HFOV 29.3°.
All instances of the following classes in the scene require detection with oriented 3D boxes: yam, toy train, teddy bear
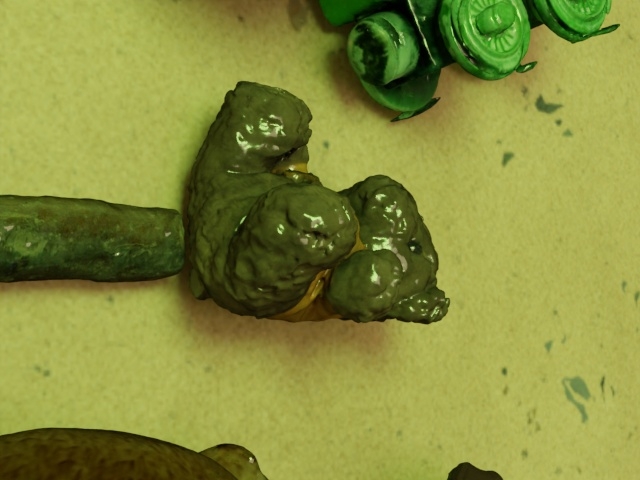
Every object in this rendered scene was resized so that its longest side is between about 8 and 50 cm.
[{"bbox_3d":[-0.201,-0.001,0.714,0.274,0.061,0.061,2,84,-36],"label":"yam"},{"bbox_3d":[0.104,-0.207,0.915,0.243,0.132,0.188,-29,97,-37],"label":"toy train"},{"bbox_3d":[0.000,0.000,0.818,0.190,0.177,0.140,15,120,-36],"label":"teddy bear"}]

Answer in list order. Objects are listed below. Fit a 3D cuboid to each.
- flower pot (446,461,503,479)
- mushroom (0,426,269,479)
[{"bbox_3d":[0.080,0.280,0.826,0.179,0.084,0.251,62,32,-14],"label":"flower pot"},{"bbox_3d":[-0.131,0.263,0.643,0.345,0.239,0.345,3,74,-9],"label":"mushroom"}]
